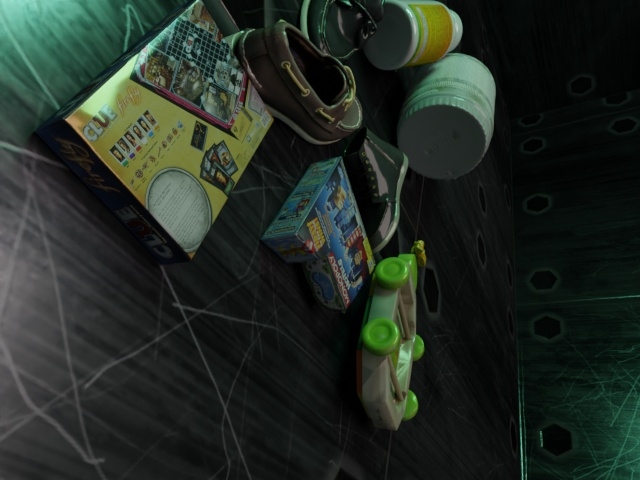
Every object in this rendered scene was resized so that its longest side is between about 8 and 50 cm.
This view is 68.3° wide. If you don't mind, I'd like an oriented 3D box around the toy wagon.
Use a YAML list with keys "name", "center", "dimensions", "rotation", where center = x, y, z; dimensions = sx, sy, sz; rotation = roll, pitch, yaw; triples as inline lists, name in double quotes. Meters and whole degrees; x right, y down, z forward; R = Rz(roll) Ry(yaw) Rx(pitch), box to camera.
- name: "toy wagon"
  center: [0.137, 0.147, 0.841]
  dimensions: [0.267, 0.068, 0.344]
  rotation: [69, 29, -45]

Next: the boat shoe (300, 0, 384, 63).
- name: "boat shoe"
  center: [0.063, -0.420, 0.858]
  dimensions: [0.127, 0.113, 0.340]
  rotation: [61, 35, -30]

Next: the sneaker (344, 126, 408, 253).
- name: "sneaker"
  center: [0.083, -0.092, 0.861]
  dimensions: [0.118, 0.083, 0.222]
  rotation: [30, 62, -32]

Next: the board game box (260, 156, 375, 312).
- name: "board game box"
  center: [0.000, 0.000, 0.687]
  dimensions: [0.194, 0.060, 0.194]
  rotation: [-45, 121, -54]

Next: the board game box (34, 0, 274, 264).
- name: "board game box"
  center: [-0.143, -0.120, 0.487]
  dimensions: [0.165, 0.042, 0.243]
  rotation: [58, 37, -35]

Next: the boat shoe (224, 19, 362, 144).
- name: "boat shoe"
  center: [-0.006, -0.223, 0.699]
  dimensions: [0.324, 0.097, 0.116]
  rotation: [8, 75, -59]

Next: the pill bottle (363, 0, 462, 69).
- name: "pill bottle"
  center: [0.215, -0.462, 1.054]
  dimensions: [0.246, 0.136, 0.136]
  rotation: [-26, 106, -42]

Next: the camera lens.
- name: "camera lens"
  center: [0.307, -0.307, 1.149]
  dimensions: [0.219, 0.219, 0.274]
  rotation: [60, 36, -32]
